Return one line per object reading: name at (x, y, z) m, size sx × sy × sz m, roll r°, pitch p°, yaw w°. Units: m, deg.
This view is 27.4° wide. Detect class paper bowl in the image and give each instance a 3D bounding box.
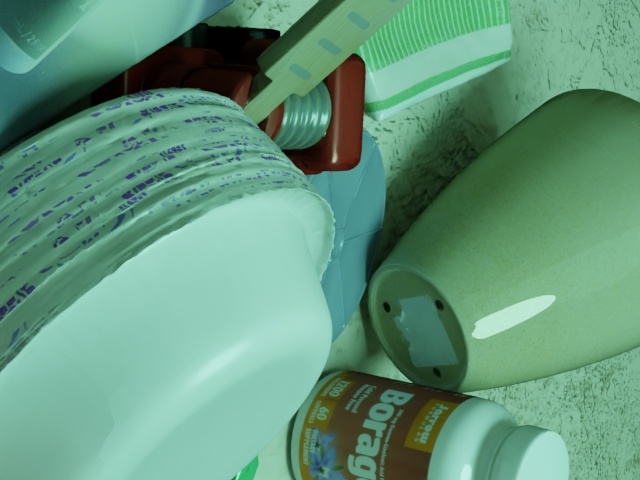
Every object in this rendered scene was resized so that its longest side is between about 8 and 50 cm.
paper bowl at (-0.107, 0.064, 0.736) m, size 0.284 × 0.148 × 0.284 m, roll -38°, pitch 159°, yaw -17°

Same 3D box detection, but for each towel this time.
towel at (0.089, -0.289, 1.168) m, size 0.248 × 0.038 × 0.324 m, roll -29°, pitch 118°, yaw -45°

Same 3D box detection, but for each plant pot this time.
plant pot at (0.186, 0.025, 1.205) m, size 0.274 × 0.256 × 0.256 m, roll -27°, pitch 118°, yaw -34°

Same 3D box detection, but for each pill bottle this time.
pill bottle at (0.091, 0.184, 1.105) m, size 0.121 × 0.216 × 0.121 m, roll -12°, pitch 105°, yaw -51°

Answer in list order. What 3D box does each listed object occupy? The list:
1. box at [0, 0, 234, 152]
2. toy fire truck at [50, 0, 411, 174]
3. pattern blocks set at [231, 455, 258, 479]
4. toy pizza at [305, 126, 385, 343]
box at (-0.226, -0.200, 0.660) m, size 0.294 × 0.183 × 0.296 m, roll -43°, pitch 129°, yaw -41°
toy fire truck at (-0.028, -0.107, 0.875) m, size 0.217 × 0.246 × 0.158 m, roll -5°, pitch 100°, yaw -52°
pattern blocks set at (-0.156, 0.190, 0.943) m, size 0.325 × 0.026 × 0.285 m, roll 16°, pitch 83°, yaw -53°
toy pizza at (0.000, 0.000, 1.087) m, size 0.201 × 0.032 × 0.201 m, roll -45°, pitch 143°, yaw -49°
